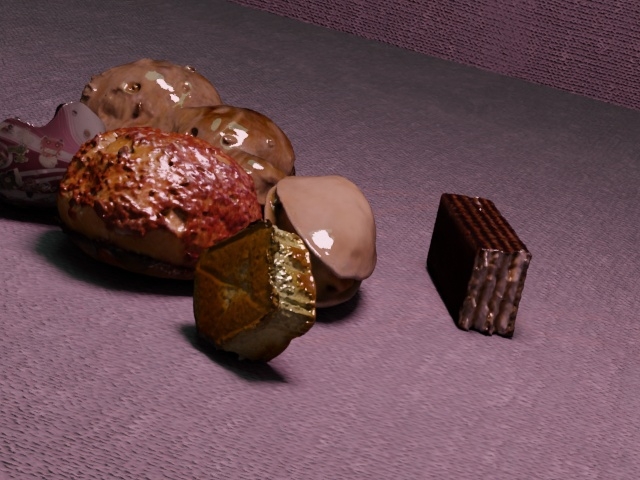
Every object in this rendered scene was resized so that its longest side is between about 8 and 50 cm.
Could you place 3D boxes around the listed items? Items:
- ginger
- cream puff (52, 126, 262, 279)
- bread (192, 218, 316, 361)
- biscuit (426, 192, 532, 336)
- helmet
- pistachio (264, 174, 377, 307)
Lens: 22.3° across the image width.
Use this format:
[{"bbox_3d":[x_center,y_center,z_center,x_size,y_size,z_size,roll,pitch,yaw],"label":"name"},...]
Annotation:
[{"bbox_3d":[-0.154,-0.122,2.097,0.256,0.176,0.375,19,8,-45],"label":"ginger"},{"bbox_3d":[-0.182,-0.046,1.835,0.240,0.164,0.240,14,21,-6],"label":"cream puff"},{"bbox_3d":[-0.068,0.056,1.637,0.069,0.140,0.128,21,51,-39],"label":"bread"},{"bbox_3d":[0.189,0.026,1.970,0.070,0.106,0.252,9,16,-9],"label":"biscuit"},{"bbox_3d":[-0.334,-0.086,1.933,0.177,0.107,0.153,-16,-7,-8],"label":"helmet"},{"bbox_3d":[0.000,0.000,1.872,0.152,0.126,0.223,35,22,-20],"label":"pistachio"}]
